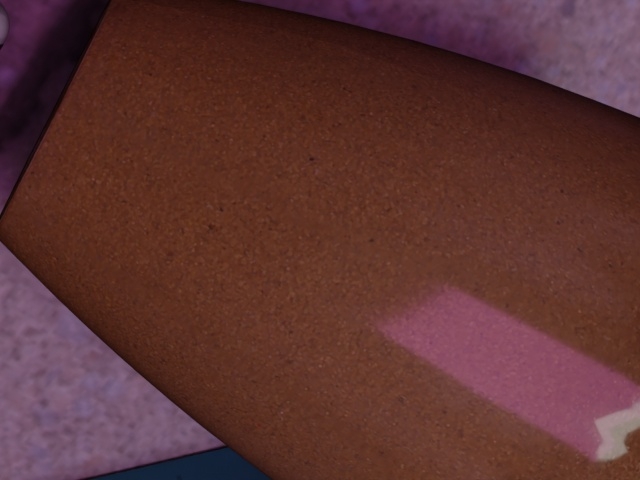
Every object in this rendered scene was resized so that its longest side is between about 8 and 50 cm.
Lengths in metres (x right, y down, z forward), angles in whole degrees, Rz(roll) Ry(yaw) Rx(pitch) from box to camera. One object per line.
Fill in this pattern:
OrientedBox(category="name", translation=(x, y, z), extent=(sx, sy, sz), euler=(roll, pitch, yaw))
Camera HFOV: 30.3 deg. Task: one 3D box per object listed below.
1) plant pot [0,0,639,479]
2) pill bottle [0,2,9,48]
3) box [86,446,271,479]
OrientedBox(category="plant pot", translation=(0.000, 0.000, 0.519), extent=(0.254, 0.237, 0.237), euler=(27, 101, -16))
OrientedBox(category="pill bottle", translation=(-0.212, -0.040, 0.470), extent=(0.103, 0.103, 0.184), euler=(30, 99, -29))
OrientedBox(category="box", translation=(-0.046, 0.172, 0.655), extent=(0.244, 0.060, 0.100), euler=(-11, 116, -17))
